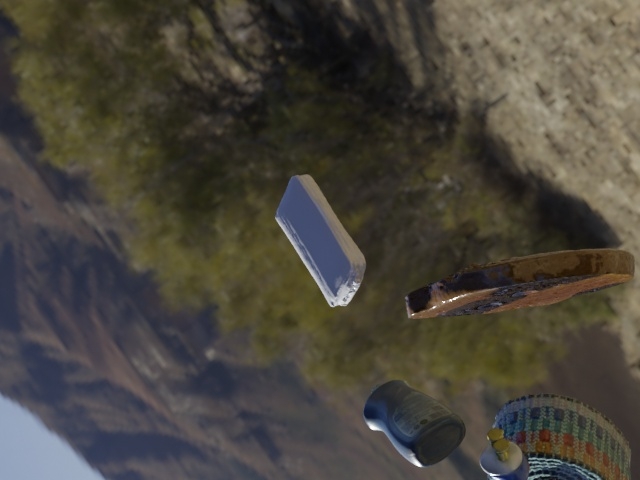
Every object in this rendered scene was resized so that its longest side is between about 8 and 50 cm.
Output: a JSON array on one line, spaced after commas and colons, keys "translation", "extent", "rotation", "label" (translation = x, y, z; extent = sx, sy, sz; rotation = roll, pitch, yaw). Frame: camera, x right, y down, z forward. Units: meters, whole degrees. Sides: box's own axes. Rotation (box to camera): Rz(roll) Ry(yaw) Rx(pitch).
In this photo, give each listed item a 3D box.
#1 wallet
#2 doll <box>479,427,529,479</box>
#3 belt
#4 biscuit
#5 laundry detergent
[{"translation": [0.000, 0.000, 1.824], "extent": [0.190, 0.033, 0.095], "rotation": [56, 140, 35], "label": "wallet"}, {"translation": [0.236, 0.294, 1.686], "extent": [0.098, 0.058, 0.143], "rotation": [-114, -1, -60], "label": "doll"}, {"translation": [0.362, 0.351, 2.081], "extent": [0.257, 0.207, 0.150], "rotation": [51, -140, -37], "label": "belt"}, {"translation": [0.261, 0.053, 1.769], "extent": [0.257, 0.273, 0.049], "rotation": [-27, 68, 57], "label": "biscuit"}, {"translation": [0.125, 0.254, 1.983], "extent": [0.061, 0.097, 0.206], "rotation": [58, 168, -26], "label": "laundry detergent"}]
